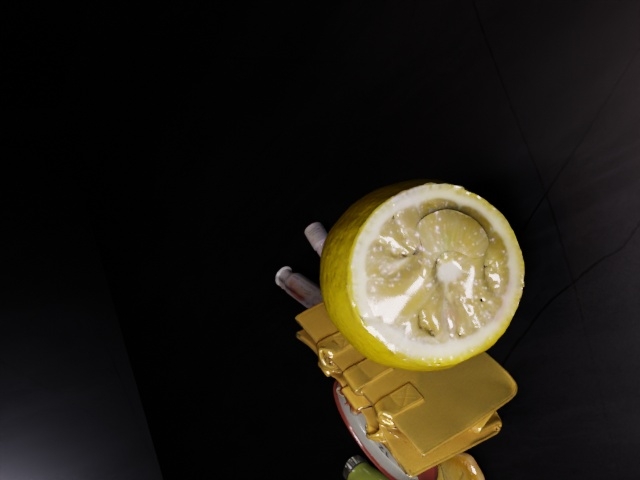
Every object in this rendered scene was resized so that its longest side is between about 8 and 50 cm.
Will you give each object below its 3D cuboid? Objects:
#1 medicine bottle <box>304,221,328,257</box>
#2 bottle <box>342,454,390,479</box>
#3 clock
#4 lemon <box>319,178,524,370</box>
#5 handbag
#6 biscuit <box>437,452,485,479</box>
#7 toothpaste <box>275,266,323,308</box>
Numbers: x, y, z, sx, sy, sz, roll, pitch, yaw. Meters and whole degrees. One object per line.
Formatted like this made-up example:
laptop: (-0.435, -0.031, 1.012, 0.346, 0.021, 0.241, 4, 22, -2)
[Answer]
medicine bottle: (0.000, 0.000, 1.635, 0.089, 0.052, 0.052, 59, 141, 27)
bottle: (0.148, 0.626, 1.552, 0.260, 0.112, 0.112, 38, 129, 46)
clock: (0.146, 0.408, 1.436, 0.318, 0.080, 0.318, 43, 152, 30)
lemon: (0.161, 0.062, 1.177, 0.364, 0.364, 0.363, 21, 116, 51)
handbag: (0.153, 0.252, 1.284, 0.401, 0.283, 0.133, 45, 137, 37)
biscuit: (0.287, 0.551, 1.389, 0.203, 0.041, 0.259, 46, 138, 41)
toothpaste: (0.001, 0.160, 1.676, 0.323, 0.066, 0.100, 32, 120, 42)
